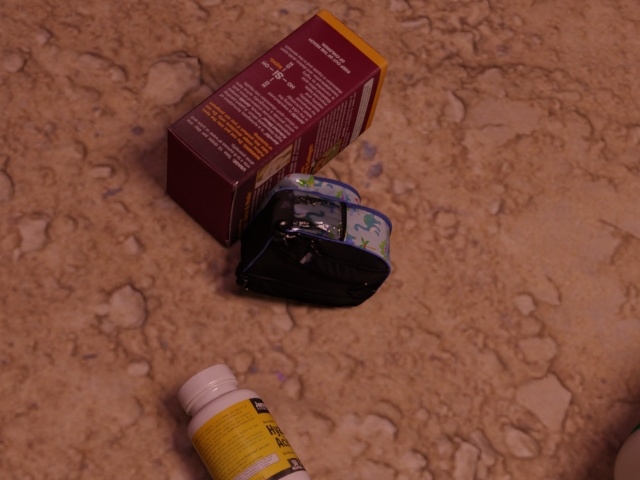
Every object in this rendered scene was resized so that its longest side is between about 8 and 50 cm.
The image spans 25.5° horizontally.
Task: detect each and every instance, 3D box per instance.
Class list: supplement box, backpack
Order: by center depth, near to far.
[{"bbox_3d":[0.000,0.000,1.161,0.114,0.105,0.084,16,56,-19],"label":"backpack"},{"bbox_3d":[-0.039,-0.097,1.211,0.081,0.104,0.188,42,64,16],"label":"supplement box"}]

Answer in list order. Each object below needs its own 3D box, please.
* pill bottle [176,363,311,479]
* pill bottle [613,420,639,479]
[{"bbox_3d":[-0.063,0.156,1.089,0.065,0.065,0.116,-27,68,-21],"label":"pill bottle"},{"bbox_3d":[0.407,0.107,1.103,0.204,0.204,0.361,38,64,13],"label":"pill bottle"}]
